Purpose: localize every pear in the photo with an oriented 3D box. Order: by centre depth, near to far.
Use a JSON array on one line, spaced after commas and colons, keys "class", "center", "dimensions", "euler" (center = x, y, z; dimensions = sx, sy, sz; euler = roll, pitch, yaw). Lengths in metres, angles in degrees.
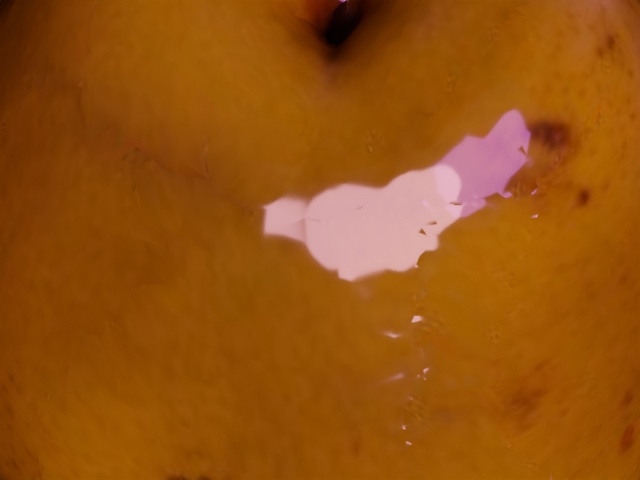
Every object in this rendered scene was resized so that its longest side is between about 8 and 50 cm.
[{"class": "pear", "center": [0.000, 0.000, 0.866], "dimensions": [0.362, 0.362, 0.418], "euler": [-28, 158, -15]}]
